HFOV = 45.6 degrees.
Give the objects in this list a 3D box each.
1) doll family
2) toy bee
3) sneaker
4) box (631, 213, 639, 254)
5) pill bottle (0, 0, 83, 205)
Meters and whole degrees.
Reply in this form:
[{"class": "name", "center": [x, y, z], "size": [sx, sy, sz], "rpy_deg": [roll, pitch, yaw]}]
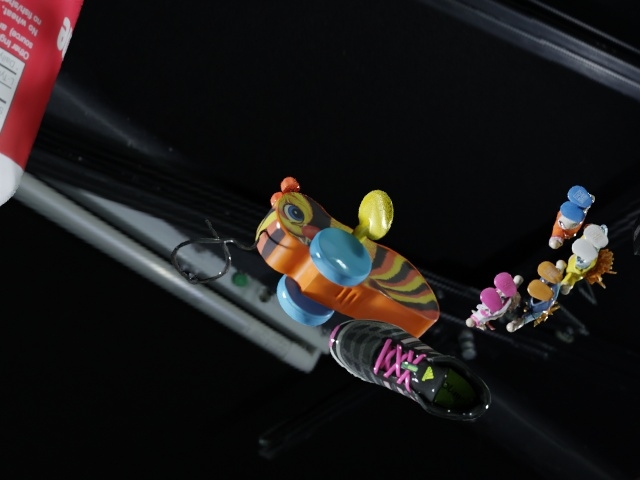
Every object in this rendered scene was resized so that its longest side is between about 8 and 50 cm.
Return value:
[{"class": "doll family", "center": [0.335, 0.056, 1.093], "size": [0.263, 0.118, 0.163], "rpy_deg": [-47, -19, -3]}, {"class": "toy bee", "center": [0.000, 0.000, 0.854], "size": [0.195, 0.162, 0.298], "rpy_deg": [-30, -50, 24]}, {"class": "sneaker", "center": [0.091, 0.123, 0.723], "size": [0.171, 0.063, 0.075], "rpy_deg": [28, -8, -3]}, {"class": "box", "center": [0.429, -0.037, 0.734], "size": [0.191, 0.045, 0.184], "rpy_deg": [9, -34, 5]}, {"class": "pill bottle", "center": [-0.357, -0.169, 0.683], "size": [0.229, 0.407, 0.229], "rpy_deg": [15, -9, 3]}]
